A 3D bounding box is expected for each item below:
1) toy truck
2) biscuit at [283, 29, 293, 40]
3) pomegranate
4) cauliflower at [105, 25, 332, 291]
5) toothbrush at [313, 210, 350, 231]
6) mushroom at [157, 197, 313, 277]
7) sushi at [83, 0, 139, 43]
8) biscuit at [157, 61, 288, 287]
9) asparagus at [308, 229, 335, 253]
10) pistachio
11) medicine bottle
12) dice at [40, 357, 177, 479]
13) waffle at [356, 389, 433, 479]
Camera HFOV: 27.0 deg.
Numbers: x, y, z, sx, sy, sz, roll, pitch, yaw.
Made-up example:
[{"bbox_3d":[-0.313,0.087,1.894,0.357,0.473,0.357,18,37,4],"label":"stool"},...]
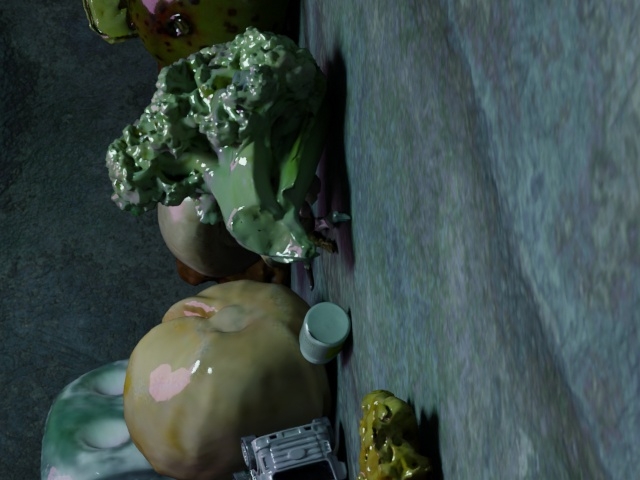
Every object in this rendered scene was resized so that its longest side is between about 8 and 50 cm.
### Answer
[{"bbox_3d":[-0.028,0.283,1.448,0.216,0.110,0.116,102,151,-59],"label":"toy truck"},{"bbox_3d":[-0.040,-0.219,1.724,0.147,0.018,0.071,-100,14,-55],"label":"biscuit"},{"bbox_3d":[-0.142,-0.349,1.725,0.231,0.231,0.285,97,171,-51],"label":"pomegranate"},{"bbox_3d":[-0.073,-0.077,1.351,0.256,0.239,0.315,-50,39,30],"label":"cauliflower"},{"bbox_3d":[0.007,-0.021,1.397,0.204,0.022,0.017,167,111,-83],"label":"toothbrush"},{"bbox_3d":[-0.090,-0.041,1.637,0.204,0.204,0.204,178,90,-83],"label":"mushroom"},{"bbox_3d":[-0.220,-0.339,1.916,0.291,0.131,0.139,-29,-73,-55],"label":"sushi"},{"bbox_3d":[-0.152,-0.124,1.966,0.395,0.166,0.342,-114,22,-65],"label":"biscuit"},{"bbox_3d":[0.000,0.000,1.475,0.163,0.016,0.016,-151,73,-81],"label":"asparagus"},{"bbox_3d":[-0.102,0.166,1.531,0.309,0.230,0.229,123,148,-50],"label":"pistachio"},{"bbox_3d":[0.003,0.096,1.352,0.083,0.047,0.047,105,162,-68],"label":"medicine bottle"},{"bbox_3d":[-0.228,0.385,1.996,0.348,0.328,0.330,-96,1,-66],"label":"dice"},{"bbox_3d":[0.056,0.247,0.970,0.291,0.051,0.291,179,90,-83],"label":"waffle"}]
